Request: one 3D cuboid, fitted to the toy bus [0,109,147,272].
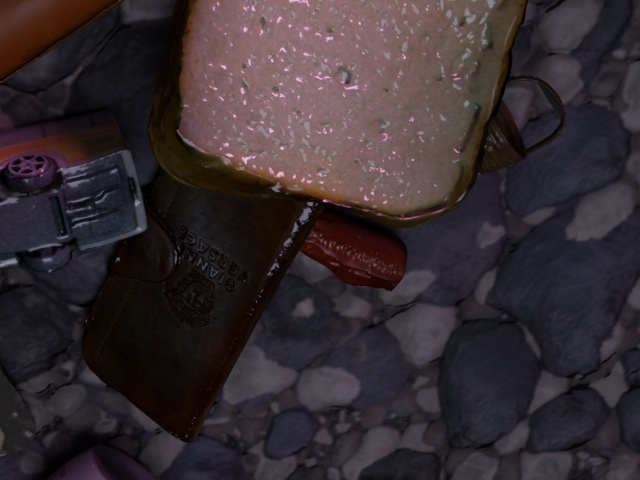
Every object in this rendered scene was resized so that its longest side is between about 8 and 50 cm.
[{"bbox_3d":[-0.269,-0.025,1.251,0.268,0.106,0.092,-13,124,-7],"label":"toy bus"}]

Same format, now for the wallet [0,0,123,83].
[{"bbox_3d":[-0.241,-0.210,1.179,0.161,0.042,0.195,-30,126,12],"label":"wallet"}]

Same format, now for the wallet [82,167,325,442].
[{"bbox_3d":[-0.102,0.028,1.332,0.137,0.031,0.255,33,113,10],"label":"wallet"}]

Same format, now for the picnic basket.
[{"bbox_3d":[0.149,-0.095,1.320,0.083,0.072,0.072,-27,125,21],"label":"picnic basket"}]

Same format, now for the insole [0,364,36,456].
[{"bbox_3d":[-0.307,0.089,1.372,0.081,0.011,0.248,-22,125,5],"label":"insole"}]

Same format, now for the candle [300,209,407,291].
[{"bbox_3d":[0.000,0.000,1.362,0.162,0.048,0.053,23,117,-25],"label":"candle"}]

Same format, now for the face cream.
[{"bbox_3d":[-0.192,0.242,1.436,0.117,0.117,0.104,34,101,-29],"label":"face cream"}]

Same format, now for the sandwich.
[{"bbox_3d":[0.012,-0.132,1.227,0.251,0.087,0.226,12,90,-19],"label":"sandwich"}]
